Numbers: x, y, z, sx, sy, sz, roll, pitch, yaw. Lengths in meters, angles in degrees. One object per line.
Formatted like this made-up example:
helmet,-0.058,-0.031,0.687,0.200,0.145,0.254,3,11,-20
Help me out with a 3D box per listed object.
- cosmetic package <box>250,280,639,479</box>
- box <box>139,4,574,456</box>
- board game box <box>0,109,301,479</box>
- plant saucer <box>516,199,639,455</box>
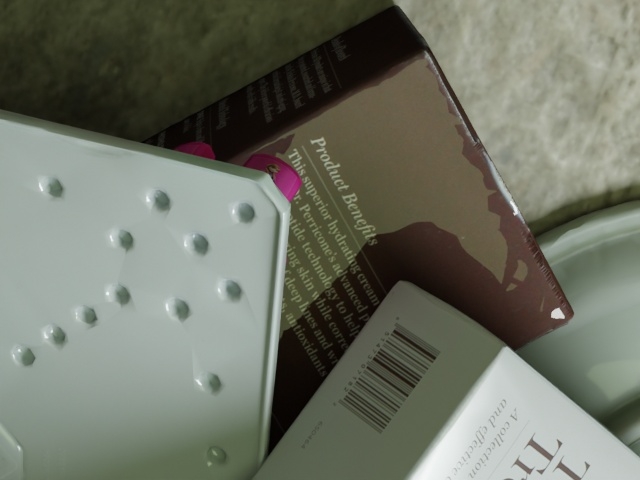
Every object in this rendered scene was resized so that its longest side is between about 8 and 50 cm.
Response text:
cosmetic package,0.037,0.251,0.949,0.284,0.097,0.377,38,87,-39
box,0.000,0.000,1.034,0.203,0.167,0.168,-28,105,3
board game box,-0.208,0.089,0.992,0.390,0.050,0.390,14,121,14
plant saucer,0.227,0.175,1.134,0.400,0.100,0.400,-1,105,-3
